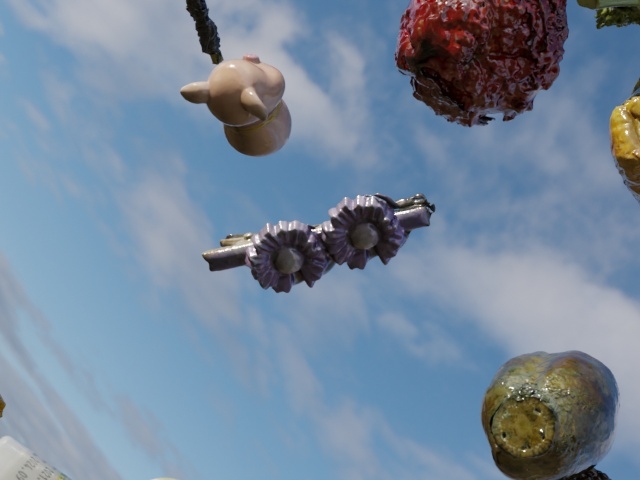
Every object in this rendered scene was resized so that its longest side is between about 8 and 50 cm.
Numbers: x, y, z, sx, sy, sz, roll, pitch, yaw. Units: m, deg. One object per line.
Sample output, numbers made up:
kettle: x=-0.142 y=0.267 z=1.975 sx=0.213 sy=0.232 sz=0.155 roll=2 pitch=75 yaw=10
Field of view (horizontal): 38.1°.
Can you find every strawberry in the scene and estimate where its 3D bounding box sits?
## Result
strawberry: x=0.234 y=-0.302 z=1.388 sx=0.274 sy=0.220 sz=0.274 roll=4 pitch=-79 yaw=23

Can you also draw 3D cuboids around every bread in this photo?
bread: x=0.444 y=-0.103 z=1.229 sx=0.083 sy=0.114 sz=0.211 roll=-17 pitch=-33 yaw=27

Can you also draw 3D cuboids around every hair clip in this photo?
hair clip: x=0.000 y=0.000 z=1.143 sx=0.085 sy=0.292 sz=0.106 roll=-81 pitch=155 yaw=-58

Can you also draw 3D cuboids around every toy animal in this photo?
toy animal: x=-0.133 y=-0.245 z=1.711 sx=0.165 sy=0.149 sz=0.248 roll=3 pitch=-17 yaw=17

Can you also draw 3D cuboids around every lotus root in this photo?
lotus root: x=0.290 y=0.216 z=1.145 sx=0.151 sy=0.274 sz=0.160 roll=6 pitch=-87 yaw=28

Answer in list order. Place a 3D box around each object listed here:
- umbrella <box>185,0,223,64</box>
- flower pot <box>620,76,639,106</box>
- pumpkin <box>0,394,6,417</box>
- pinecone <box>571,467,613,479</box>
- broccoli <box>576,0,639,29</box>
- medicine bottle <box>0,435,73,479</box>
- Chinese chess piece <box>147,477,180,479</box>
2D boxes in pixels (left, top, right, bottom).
umbrella: x=-0.190 y=-0.353 z=1.498 sx=0.040 sy=0.037 sz=0.144 roll=-126 pitch=-165 yaw=-57
flower pot: x=0.644 y=-0.217 z=1.702 sx=0.212 sy=0.202 sz=0.213 roll=16 pitch=-60 yaw=30
pumpkin: x=-0.494 y=0.230 z=1.295 sx=0.074 sy=0.083 sz=0.054 roll=18 pitch=-72 yaw=46
pinecone: x=0.344 y=0.343 z=1.200 sx=0.102 sy=0.102 sz=0.109 roll=32 pitch=2 yaw=41
broccoli: x=0.544 y=-0.471 z=1.618 sx=0.263 sy=0.243 sz=0.247 roll=57 pitch=-27 yaw=25
medicine bottle: x=-0.385 y=0.408 z=1.186 sx=0.232 sy=0.238 sz=0.238 roll=38 pitch=-24 yaw=-3
Chinese chess piece: x=-0.134 y=0.244 z=0.787 sx=0.084 sy=0.084 sz=0.034 roll=55 pitch=-22 yaw=-1
